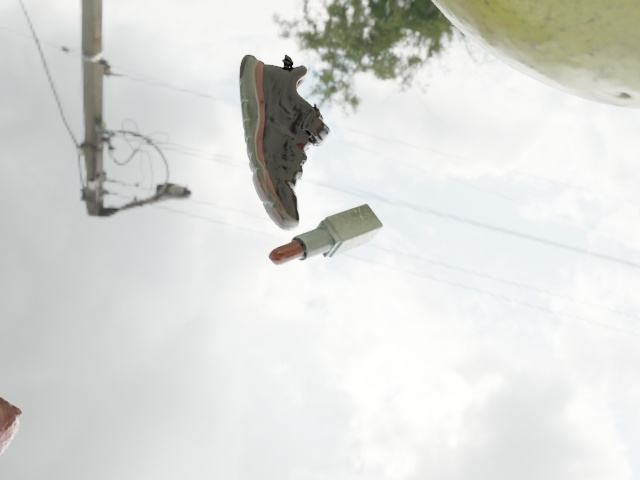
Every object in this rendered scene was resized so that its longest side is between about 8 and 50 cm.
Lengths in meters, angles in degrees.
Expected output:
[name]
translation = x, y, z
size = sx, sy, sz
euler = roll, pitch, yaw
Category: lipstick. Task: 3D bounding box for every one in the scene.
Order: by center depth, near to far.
[lipstick]
translation = 0.000, 0.000, 0.714
size = 0.129, 0.030, 0.030
euler = -20, -112, -40

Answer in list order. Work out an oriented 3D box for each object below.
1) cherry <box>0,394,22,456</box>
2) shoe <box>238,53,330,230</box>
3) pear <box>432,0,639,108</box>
[cherry]
translation = -0.433, 0.184, 0.750
size = 0.206, 0.239, 0.239
euler = 41, -134, 18
[shoe]
translation = -0.052, -0.159, 1.248
size = 0.137, 0.114, 0.291
euler = -8, -96, -5
[pear]
translation = 0.167, -0.215, 0.424
size = 0.294, 0.294, 0.294
euler = 9, -140, -8
